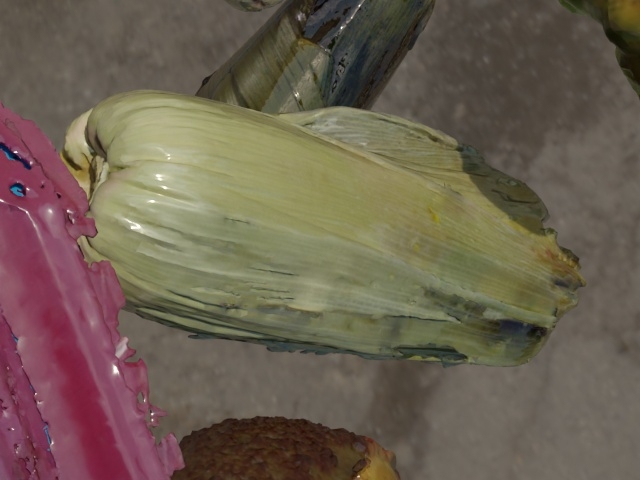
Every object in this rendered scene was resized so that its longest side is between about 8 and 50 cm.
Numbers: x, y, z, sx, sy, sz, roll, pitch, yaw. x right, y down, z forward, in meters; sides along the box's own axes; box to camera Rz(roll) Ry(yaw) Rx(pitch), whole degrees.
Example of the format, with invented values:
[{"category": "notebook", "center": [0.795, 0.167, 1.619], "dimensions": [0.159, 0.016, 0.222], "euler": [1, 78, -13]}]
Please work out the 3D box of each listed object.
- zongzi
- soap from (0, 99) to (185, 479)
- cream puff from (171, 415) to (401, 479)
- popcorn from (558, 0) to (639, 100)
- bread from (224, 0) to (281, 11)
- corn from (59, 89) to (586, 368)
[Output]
[{"category": "zongzi", "center": [-0.016, -0.131, 1.630], "dimensions": [0.138, 0.300, 0.286], "euler": [40, 114, -13]}, {"category": "soap", "center": [-0.165, 0.024, 0.795], "dimensions": [0.099, 0.162, 0.250], "euler": [-22, 94, -29]}, {"category": "cream puff", "center": [-0.082, 0.284, 1.417], "dimensions": [0.350, 0.229, 0.350], "euler": [-36, 143, -33]}, {"category": "popcorn", "center": [0.227, -0.158, 0.823], "dimensions": [0.237, 0.293, 0.293], "euler": [-24, 129, -28]}, {"category": "bread", "center": [-0.086, -0.217, 0.967], "dimensions": [0.073, 0.053, 0.214], "euler": [-17, 111, 48]}, {"category": "corn", "center": [0.003, -0.001, 0.931], "dimensions": [0.305, 0.123, 0.122], "euler": [9, 114, -35]}]
